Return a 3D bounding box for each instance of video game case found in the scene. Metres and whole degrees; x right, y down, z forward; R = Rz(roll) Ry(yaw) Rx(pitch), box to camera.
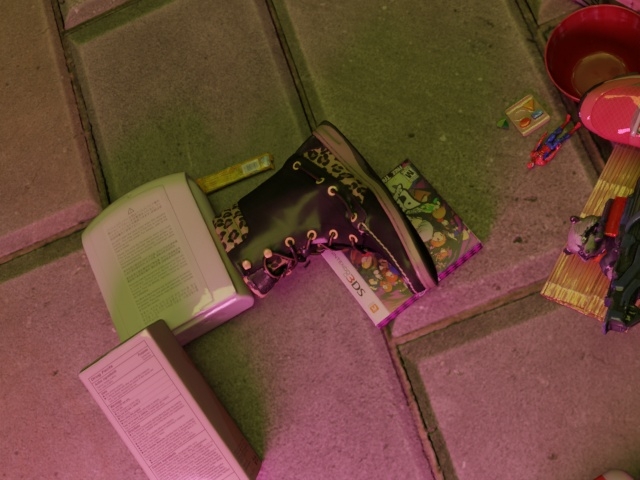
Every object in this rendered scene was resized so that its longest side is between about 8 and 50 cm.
[{"bbox_3d":[0.129,0.003,1.562,0.232,0.042,0.210,-38,67,3],"label":"video game case"}]

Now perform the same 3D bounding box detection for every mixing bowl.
[{"bbox_3d":[0.477,-0.297,1.518,0.181,0.098,0.181,-5,73,15],"label":"mixing bowl"}]

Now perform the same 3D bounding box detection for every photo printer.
[{"bbox_3d":[-0.291,0.039,1.640,0.256,0.107,0.307,-30,68,6],"label":"photo printer"}]

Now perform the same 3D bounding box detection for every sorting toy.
[{"bbox_3d":[0.355,-0.215,1.576,0.083,0.012,0.062,-34,68,4],"label":"sorting toy"}]

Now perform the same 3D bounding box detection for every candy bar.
[{"bbox_3d":[-0.163,-0.126,1.698,0.161,0.018,0.040,-21,73,9],"label":"candy bar"}]

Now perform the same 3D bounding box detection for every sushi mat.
[{"bbox_3d":[0.503,-0.017,1.471,0.151,0.019,0.316,26,83,21],"label":"sushi mat"}]

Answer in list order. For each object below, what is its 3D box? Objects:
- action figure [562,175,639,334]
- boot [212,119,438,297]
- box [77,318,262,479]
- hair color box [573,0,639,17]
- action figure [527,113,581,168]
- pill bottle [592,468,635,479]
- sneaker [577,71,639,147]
[{"bbox_3d":[0.521,0.060,1.350,0.330,0.178,0.341,25,58,21],"label":"action figure"},{"bbox_3d":[0.000,0.000,1.503,0.284,0.138,0.377,-36,60,3],"label":"boot"},{"bbox_3d":[-0.246,0.300,1.487,0.148,0.121,0.311,-33,90,5],"label":"box"},{"bbox_3d":[0.545,-0.430,1.496,0.347,0.174,0.105,38,87,23],"label":"hair color box"},{"bbox_3d":[0.399,-0.168,1.542,0.038,0.030,0.115,43,91,17],"label":"action figure"},{"bbox_3d":[0.355,0.486,1.281,0.323,0.181,0.181,-36,68,3],"label":"pill bottle"},{"bbox_3d":[0.562,-0.178,1.384,0.314,0.136,0.116,14,113,1],"label":"sneaker"}]
